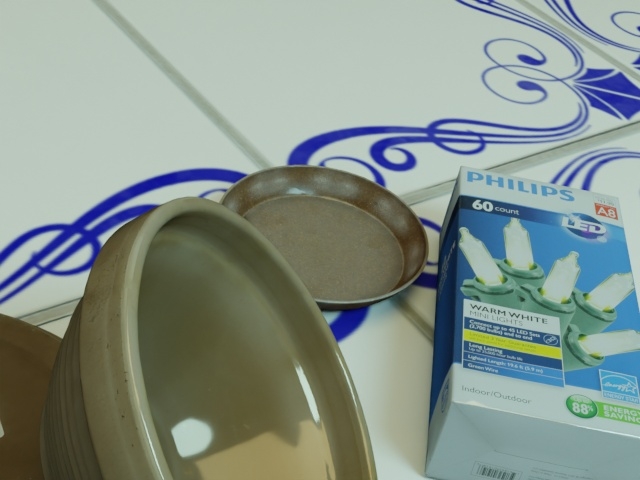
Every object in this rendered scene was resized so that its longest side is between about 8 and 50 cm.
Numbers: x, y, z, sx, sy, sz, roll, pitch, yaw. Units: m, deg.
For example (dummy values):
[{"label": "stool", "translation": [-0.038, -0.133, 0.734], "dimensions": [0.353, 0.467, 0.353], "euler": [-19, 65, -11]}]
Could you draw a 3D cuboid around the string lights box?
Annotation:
[{"label": "string lights box", "translation": [0.152, 0.058, 0.713], "dimensions": [0.134, 0.076, 0.259], "euler": [11, 38, 0]}]

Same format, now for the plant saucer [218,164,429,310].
[{"label": "plant saucer", "translation": [0.000, 0.000, 0.782], "dimensions": [0.169, 0.029, 0.168], "euler": [8, 39, -7]}]

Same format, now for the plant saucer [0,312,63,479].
[{"label": "plant saucer", "translation": [-0.232, 0.128, 0.555], "dimensions": [0.278, 0.041, 0.277], "euler": [7, 38, -6]}]

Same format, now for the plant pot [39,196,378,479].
[{"label": "plant pot", "translation": [-0.069, 0.106, 0.529], "dimensions": [0.110, 0.237, 0.237], "euler": [-24, 35, 20]}]
